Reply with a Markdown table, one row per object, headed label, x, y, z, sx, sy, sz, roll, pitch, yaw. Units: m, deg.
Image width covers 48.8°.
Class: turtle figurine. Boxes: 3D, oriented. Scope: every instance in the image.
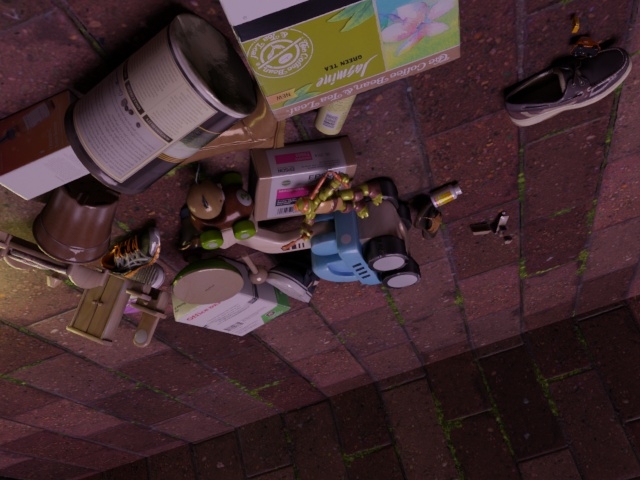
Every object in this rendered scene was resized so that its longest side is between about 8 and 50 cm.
| label | x | y | z | sx | sy | sz | roll | pitch | yaw |
| --- | --- | --- | --- | --- | --- | --- | --- | --- | --- |
| turtle figurine | 0.020 | -0.081 | 1.618 | 0.217 | 0.087 | 0.269 | -7 | 143 | -35 |

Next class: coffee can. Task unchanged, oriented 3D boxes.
| label | x | y | z | sx | sy | sz | roll | pitch | yaw |
| --- | --- | --- | --- | --- | --- | --- | --- | --- | --- |
| coffee can | -0.279 | -0.234 | 1.236 | 0.275 | 0.201 | 0.202 | -30 | 150 | 25 |

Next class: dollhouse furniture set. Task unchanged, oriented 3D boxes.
| label | x | y | z | sx | sy | sz | roll | pitch | yaw |
| --- | --- | --- | --- | --- | --- | --- | --- | --- | --- |
| dollhouse furniture set | -0.567 | 0.129 | 1.602 | 0.303 | 0.173 | 0.355 | 17 | 171 | 19 |
| dollhouse furniture set | 0.531 | -0.042 | 2.180 | 0.114 | 0.091 | 0.081 | -6 | 136 | -13 |

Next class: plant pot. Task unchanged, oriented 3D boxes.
| label | x | y | z | sx | sy | sz | roll | pitch | yaw |
| --- | --- | --- | --- | --- | --- | --- | --- | --- | --- |
| plant pot | -0.506 | -0.065 | 1.493 | 0.167 | 0.167 | 0.165 | 4 | 138 | -34 |

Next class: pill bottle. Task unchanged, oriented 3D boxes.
| label | x | y | z | sx | sy | sz | roll | pitch | yaw |
| --- | --- | --- | --- | --- | --- | --- | --- | --- | --- |
| pill bottle | 0.347 | -0.127 | 1.946 | 0.083 | 0.043 | 0.043 | -24 | 152 | 16 |

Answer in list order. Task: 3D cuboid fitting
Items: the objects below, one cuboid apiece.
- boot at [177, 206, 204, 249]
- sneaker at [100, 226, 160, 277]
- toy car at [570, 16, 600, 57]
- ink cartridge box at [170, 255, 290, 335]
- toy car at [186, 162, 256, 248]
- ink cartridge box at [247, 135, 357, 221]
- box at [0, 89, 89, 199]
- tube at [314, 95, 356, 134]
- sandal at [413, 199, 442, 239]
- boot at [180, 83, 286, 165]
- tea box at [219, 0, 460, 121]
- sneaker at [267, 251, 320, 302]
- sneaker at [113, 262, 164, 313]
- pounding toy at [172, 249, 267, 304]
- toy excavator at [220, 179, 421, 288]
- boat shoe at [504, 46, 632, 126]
| label | x | y | z | sx | sy | sz | roll | pitch | yaw |
| --- | --- | --- | --- | --- | --- | --- | --- | --- | --- |
| boot | -0.310 | -0.032 | 1.752 | 0.082 | 0.106 | 0.219 | -7 | 180 | -27 |
| sneaker | -0.470 | 0.029 | 1.757 | 0.083 | 0.084 | 0.215 | 17 | 139 | -39 |
| toy car | 0.561 | -0.435 | 1.490 | 0.060 | 0.040 | 0.122 | -1 | 159 | 17 |
| ink cartridge box | -0.265 | 0.169 | 2.081 | 0.211 | 0.121 | 0.289 | -30 | 150 | 25 |
| toy car | -0.234 | -0.092 | 1.556 | 0.149 | 0.155 | 0.188 | -17 | 158 | 0 |
| ink cartridge box | -0.047 | -0.141 | 1.659 | 0.235 | 0.088 | 0.193 | -9 | 153 | -12 |
| box | -0.506 | -0.174 | 1.302 | 0.171 | 0.130 | 0.091 | -22 | 153 | 10 |
| tube | 0.050 | -0.318 | 1.424 | 0.070 | 0.062 | 0.240 | -51 | 171 | -40 |
| sandal | 0.318 | -0.050 | 2.014 | 0.090 | 0.060 | 0.219 | -61 | 155 | -11 |
| boot | -0.206 | -0.232 | 1.406 | 0.270 | 0.089 | 0.236 | -10 | 152 | -9 |
| tea box | 0.020 | -0.400 | 1.070 | 0.329 | 0.219 | 0.323 | -19 | 153 | 5 |
| sneaker | -0.072 | 0.091 | 2.001 | 0.126 | 0.127 | 0.321 | 23 | 173 | 9 |
| sneaker | -0.493 | 0.130 | 1.924 | 0.282 | 0.102 | 0.161 | -20 | 158 | 32 |
| pounding toy | -0.274 | 0.069 | 1.844 | 0.237 | 0.110 | 0.183 | -19 | 148 | 8 |
| toy excavator | 0.000 | 0.000 | 1.849 | 0.446 | 0.222 | 0.433 | -14 | 153 | 15 |
| boat shoe | 0.550 | -0.350 | 1.582 | 0.285 | 0.102 | 0.092 | -23 | 157 | 25 |
